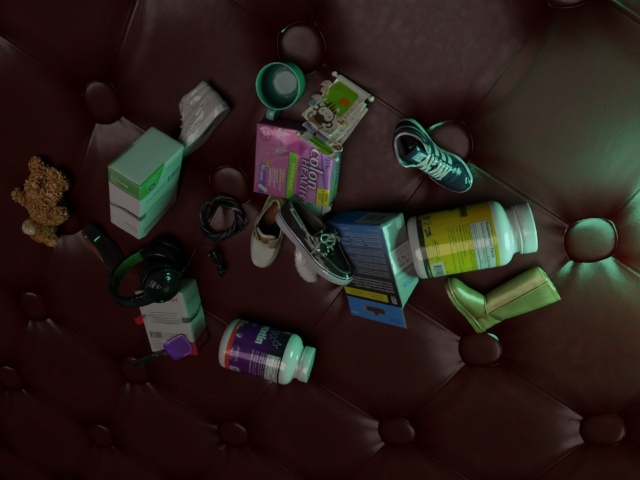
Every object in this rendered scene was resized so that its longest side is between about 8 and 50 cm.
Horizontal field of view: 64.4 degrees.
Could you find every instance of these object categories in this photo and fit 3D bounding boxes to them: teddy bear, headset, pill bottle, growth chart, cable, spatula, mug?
[{"bbox_3d":[-1.008,-0.134,1.836,0.245,0.113,0.338,41,117,-3],"label":"teddy bear"},{"bbox_3d":[-0.536,0.116,1.774,0.393,0.243,0.185,-19,134,4],"label":"headset"},{"bbox_3d":[-0.188,0.403,1.820,0.322,0.181,0.182,13,117,8],"label":"pill bottle"},{"bbox_3d":[0.428,-0.008,1.454,0.333,0.188,0.188,-11,111,15],"label":"pill bottle"},{"bbox_3d":[0.035,-0.350,1.415,0.171,0.021,0.237,30,81,14],"label":"growth chart"},{"bbox_3d":[-0.345,-0.072,1.718,0.184,0.047,0.151,-24,106,24],"label":"cable"},{"bbox_3d":[-0.606,0.429,1.904,0.296,0.030,0.084,-23,111,25],"label":"spatula"},{"bbox_3d":[-0.118,-0.440,1.458,0.157,0.097,0.129,-32,103,26],"label":"mug"}]

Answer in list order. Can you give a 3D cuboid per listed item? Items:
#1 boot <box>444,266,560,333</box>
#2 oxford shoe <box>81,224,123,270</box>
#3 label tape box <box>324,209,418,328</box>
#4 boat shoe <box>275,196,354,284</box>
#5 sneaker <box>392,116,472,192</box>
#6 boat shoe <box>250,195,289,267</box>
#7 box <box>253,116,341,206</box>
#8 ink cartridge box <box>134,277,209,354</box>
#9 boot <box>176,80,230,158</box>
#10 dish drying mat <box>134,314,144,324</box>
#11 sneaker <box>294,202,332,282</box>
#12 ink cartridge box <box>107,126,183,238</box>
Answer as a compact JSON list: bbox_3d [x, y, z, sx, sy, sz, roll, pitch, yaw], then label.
[{"bbox_3d":[0.550,0.149,1.560,0.269,0.089,0.236,-33,113,26],"label":"boot"},{"bbox_3d":[-0.807,0.033,1.893,0.076,0.076,0.212,-10,117,52],"label":"oxford shoe"},{"bbox_3d":[0.167,0.080,1.559,0.240,0.105,0.334,7,121,49],"label":"label tape box"},{"bbox_3d":[0.002,-0.002,1.510,0.306,0.113,0.105,50,133,4],"label":"boat shoe"},{"bbox_3d":[0.307,-0.217,1.413,0.282,0.153,0.099,41,118,-6],"label":"sneaker"},{"bbox_3d":[-0.173,-0.031,1.658,0.113,0.103,0.302,20,118,5],"label":"boat shoe"},{"bbox_3d":[-0.066,-0.239,1.526,0.242,0.117,0.214,12,117,9],"label":"box"},{"bbox_3d":[-0.549,0.280,1.898,0.196,0.114,0.273,1,116,15],"label":"ink cartridge box"},{"bbox_3d":[-0.399,-0.373,1.581,0.258,0.095,0.123,-40,89,22],"label":"boot"},{"bbox_3d":[-0.702,0.308,2.013,0.083,0.008,0.032,-27,106,24],"label":"dish drying mat"},{"bbox_3d":[-0.018,0.004,1.634,0.129,0.111,0.297,2,115,9],"label":"sneaker"},{"bbox_3d":[-0.544,-0.171,1.582,0.121,0.211,0.289,31,143,0],"label":"ink cartridge box"}]
